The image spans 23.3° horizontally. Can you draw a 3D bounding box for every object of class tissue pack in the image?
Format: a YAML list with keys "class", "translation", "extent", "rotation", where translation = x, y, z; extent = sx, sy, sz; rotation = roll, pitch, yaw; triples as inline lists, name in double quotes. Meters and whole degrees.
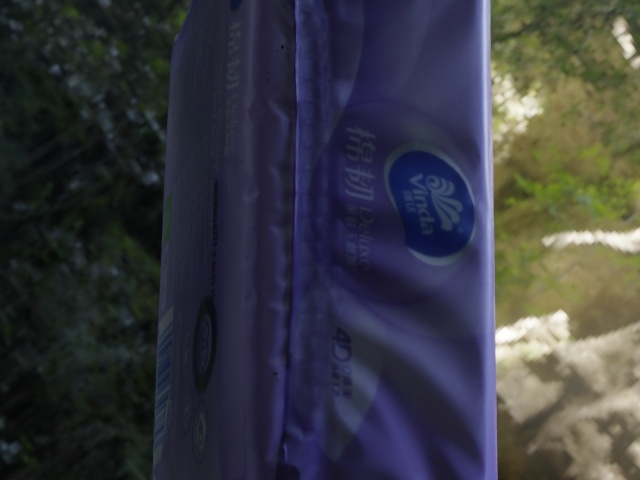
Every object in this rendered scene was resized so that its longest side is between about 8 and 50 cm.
- class: "tissue pack"
  translation: [0.000, 0.000, 0.880]
  extent: [0.242, 0.160, 0.338]
  rotation: [142, -48, -68]
